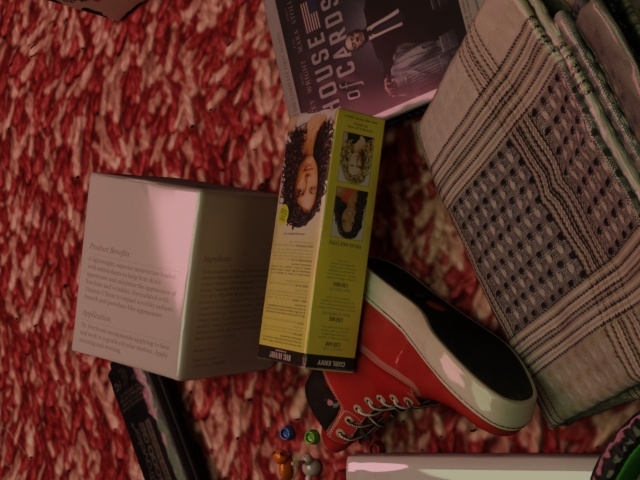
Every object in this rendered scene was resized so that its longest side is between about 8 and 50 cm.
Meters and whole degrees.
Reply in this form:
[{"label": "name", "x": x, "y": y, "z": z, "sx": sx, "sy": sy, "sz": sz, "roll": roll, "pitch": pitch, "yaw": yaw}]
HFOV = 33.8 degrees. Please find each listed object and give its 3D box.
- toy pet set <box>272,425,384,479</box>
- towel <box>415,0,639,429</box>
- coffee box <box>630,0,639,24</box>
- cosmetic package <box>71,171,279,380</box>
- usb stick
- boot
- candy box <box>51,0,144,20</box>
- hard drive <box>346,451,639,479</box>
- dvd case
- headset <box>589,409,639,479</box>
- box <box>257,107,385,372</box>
[{"label": "toy pet set", "x": -0.008, "y": 0.246, "z": 1.017, "sx": 0.122, "sy": 0.065, "sz": 0.114, "roll": 1, "pitch": 89, "yaw": 35}, {"label": "towel", "x": 0.178, "y": -0.024, "z": 0.798, "sx": 0.324, "sy": 0.056, "sz": 0.312, "roll": 123, "pitch": 129, "yaw": -66}, {"label": "coffee box", "x": 0.266, "y": -0.207, "z": 0.800, "sx": 0.098, "sy": 0.141, "sz": 0.246, "roll": -11, "pitch": 83, "yaw": 33}, {"label": "cosmetic package", "x": -0.138, "y": 0.032, "z": 1.061, "sx": 0.151, "sy": 0.151, "sz": 0.183, "roll": 11, "pitch": 95, "yaw": 34}, {"label": "usb stick", "x": -0.160, "y": 0.247, "z": 1.135, "sx": 0.077, "sy": 0.045, "sz": 0.278, "roll": -37, "pitch": 69, "yaw": 35}, {"label": "boot", "x": 0.077, "y": 0.143, "z": 0.932, "sx": 0.244, "sy": 0.088, "sz": 0.176, "roll": 40, "pitch": 113, "yaw": 50}, {"label": "candy box", "x": -0.203, "y": -0.335, "z": 1.114, "sx": 0.233, "sy": 0.159, "sz": 0.071, "roll": -29, "pitch": 71, "yaw": 30}, {"label": "hard drive", "x": 0.177, "y": 0.285, "z": 0.882, "sx": 0.319, "sy": 0.040, "sz": 0.210, "roll": -6, "pitch": 85, "yaw": 28}, {"label": "dvd case", "x": 0.059, "y": -0.200, "z": 1.009, "sx": 0.239, "sy": 0.030, "sz": 0.179, "roll": -20, "pitch": 77, "yaw": 32}, {"label": "headset", "x": 0.378, "y": 0.221, "z": 0.706, "sx": 0.394, "sy": 0.185, "sz": 0.243, "roll": 0, "pitch": 84, "yaw": 41}, {"label": "box", "x": 0.000, "y": 0.000, "z": 0.960, "sx": 0.087, "sy": 0.058, "sz": 0.232, "roll": 0, "pitch": 82, "yaw": 57}]
